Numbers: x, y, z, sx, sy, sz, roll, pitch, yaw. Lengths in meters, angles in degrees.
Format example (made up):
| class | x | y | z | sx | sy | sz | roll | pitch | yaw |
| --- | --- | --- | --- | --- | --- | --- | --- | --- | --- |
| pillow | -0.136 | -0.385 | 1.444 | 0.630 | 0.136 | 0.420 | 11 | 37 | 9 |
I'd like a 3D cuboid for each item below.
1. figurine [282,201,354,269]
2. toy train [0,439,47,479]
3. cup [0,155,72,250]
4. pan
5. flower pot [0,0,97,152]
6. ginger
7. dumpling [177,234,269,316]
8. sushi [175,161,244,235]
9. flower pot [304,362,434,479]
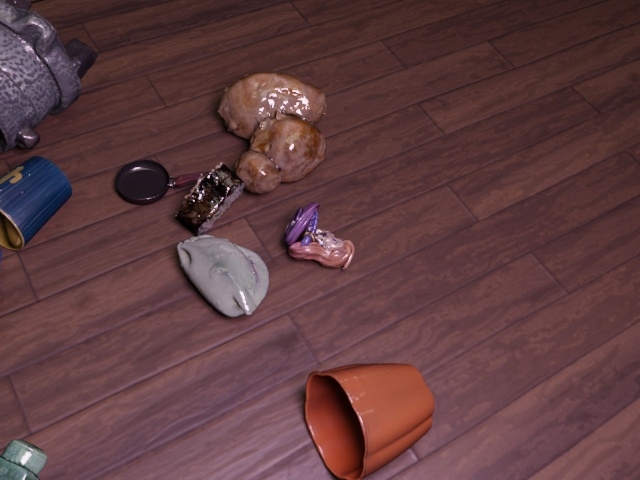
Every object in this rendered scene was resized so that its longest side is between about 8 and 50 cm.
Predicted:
| class | x | y | z | sx | sy | sz | roll | pitch | yaw |
| --- | --- | --- | --- | --- | --- | --- | --- | --- | --- |
| figurine | -0.009 | 0.004 | 1.357 | 0.114 | 0.126 | 0.157 | -40 | 108 | 4 |
| toy train | -0.475 | 0.466 | 0.865 | 0.160 | 0.253 | 0.397 | 17 | 55 | 13 |
| cup | -0.598 | -0.082 | 1.312 | 0.176 | 0.131 | 0.155 | 11 | 46 | 30 |
| pan | -0.330 | -0.127 | 1.423 | 0.212 | 0.040 | 0.114 | -3 | 55 | -3 |
| flower pot | -0.642 | -0.363 | 1.385 | 0.299 | 0.299 | 0.283 | 27 | 61 | 10 |
| ginger | -0.097 | -0.236 | 1.466 | 0.245 | 0.155 | 0.304 | -6 | 57 | -8 |
| dumpling | -0.172 | 0.055 | 1.284 | 0.149 | 0.105 | 0.216 | -34 | 63 | -20 |
| sushi | -0.228 | -0.084 | 1.368 | 0.078 | 0.090 | 0.150 | 40 | 92 | 3 |
| flower pot | 0.090 | 0.293 | 1.135 | 0.173 | 0.190 | 0.190 | -10 | 57 | -31 |
